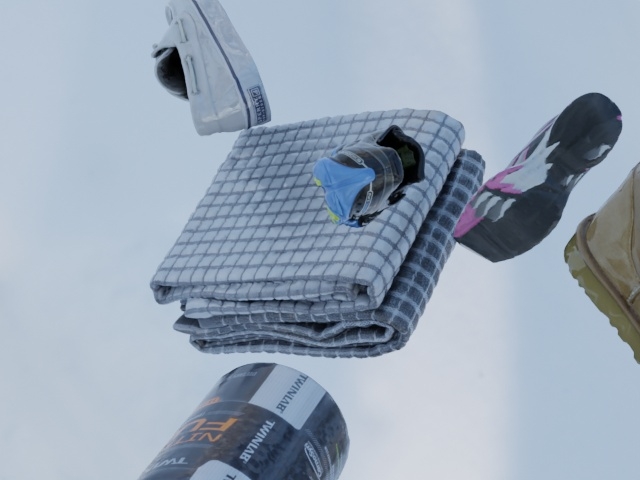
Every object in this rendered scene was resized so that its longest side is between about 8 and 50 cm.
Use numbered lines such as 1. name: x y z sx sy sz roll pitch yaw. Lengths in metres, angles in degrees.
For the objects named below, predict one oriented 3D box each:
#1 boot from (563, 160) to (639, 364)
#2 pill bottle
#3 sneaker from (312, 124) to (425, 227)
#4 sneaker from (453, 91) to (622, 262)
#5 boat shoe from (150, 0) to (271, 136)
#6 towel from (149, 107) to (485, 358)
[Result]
1. boot: 0.273 -0.006 0.889 0.089 0.269 0.236 -28 68 -40
2. pill bottle: -0.075 0.204 1.186 0.130 0.130 0.246 56 30 -9
3. sneaker: 0.044 -0.048 1.168 0.188 0.078 0.067 -34 105 -81
4. sneaker: 0.191 -0.051 1.346 0.072 0.178 0.077 48 4 -1
5. boat shoe: -0.128 -0.183 1.573 0.267 0.088 0.096 -120 -167 -48
6. towel: 0.000 0.000 1.489 0.121 0.283 0.235 54 48 -33
